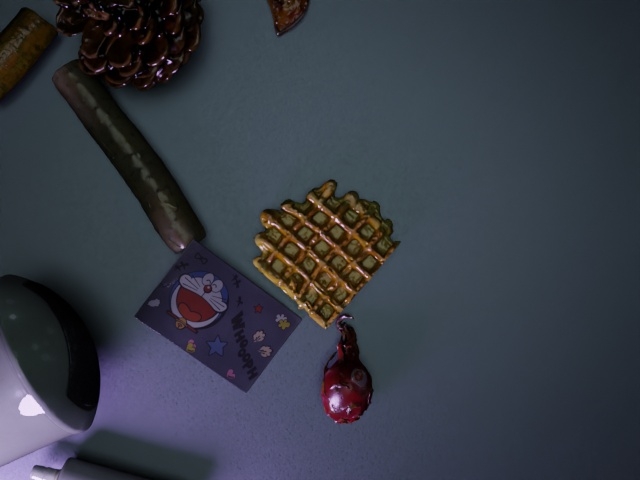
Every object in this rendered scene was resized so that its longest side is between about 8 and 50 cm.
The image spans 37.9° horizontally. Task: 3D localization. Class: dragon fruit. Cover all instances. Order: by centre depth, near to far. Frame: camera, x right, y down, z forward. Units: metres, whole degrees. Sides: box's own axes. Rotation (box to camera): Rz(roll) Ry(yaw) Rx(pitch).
[{"bbox_3d":[0.044,0.222,1.609,0.094,0.094,0.191,1,84,-2],"label":"dragon fruit"}]

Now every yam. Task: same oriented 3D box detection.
[{"bbox_3d":[-0.324,-0.144,1.596,0.083,0.083,0.372,-34,93,-1],"label":"yam"}]

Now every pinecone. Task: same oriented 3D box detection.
[{"bbox_3d":[-0.305,-0.373,1.512,0.243,0.257,0.244,0,74,0],"label":"pinecone"}]

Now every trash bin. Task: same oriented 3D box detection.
[{"bbox_3d":[-0.569,0.247,1.497,0.432,0.280,0.280,-27,92,2],"label":"trash bin"}]

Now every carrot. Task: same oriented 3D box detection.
[{"bbox_3d":[-0.529,-0.313,1.587,0.082,0.082,0.173,40,82,-2],"label":"carrot"}]

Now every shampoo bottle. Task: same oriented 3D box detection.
[{"bbox_3d":[-0.367,0.432,1.597,0.262,0.085,0.085,17,90,-2],"label":"shampoo bottle"}]

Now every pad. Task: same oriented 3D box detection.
[{"bbox_3d":[-0.172,0.132,1.607,0.245,0.006,0.170,38,88,-18],"label":"pad"}]

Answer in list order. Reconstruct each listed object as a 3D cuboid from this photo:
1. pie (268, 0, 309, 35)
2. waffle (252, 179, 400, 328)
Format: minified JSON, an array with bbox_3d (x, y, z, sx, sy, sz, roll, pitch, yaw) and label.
[{"bbox_3d":[-0.068,-0.463,1.626,0.088,0.033,0.191,-21,91,-6],"label":"pie"},{"bbox_3d":[0.000,0.000,1.620,0.219,0.057,0.229,40,88,-2],"label":"waffle"}]
